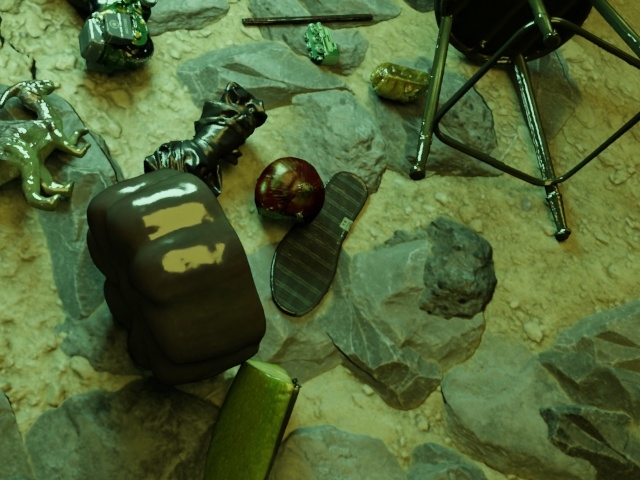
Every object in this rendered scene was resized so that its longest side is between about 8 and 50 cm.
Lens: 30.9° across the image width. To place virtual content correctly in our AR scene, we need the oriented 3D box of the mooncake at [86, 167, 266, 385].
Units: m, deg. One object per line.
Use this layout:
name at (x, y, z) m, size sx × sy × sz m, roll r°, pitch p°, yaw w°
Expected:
mooncake at (-0.213, 0.055, 1.640) m, size 0.154 × 0.306 × 0.306 m, roll -22°, pitch 71°, yaw -24°

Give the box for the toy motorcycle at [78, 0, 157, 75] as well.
toy motorcycle at (-0.373, -0.407, 1.943) m, size 0.187 × 0.125 × 0.274 m, roll 3°, pitch 60°, yaw -31°

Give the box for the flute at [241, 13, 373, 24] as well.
flute at (-0.021, -0.411, 2.149) m, size 0.269 × 0.014 × 0.014 m, roll -7°, pitch 64°, yaw -25°

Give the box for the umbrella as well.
umbrella at (-0.191, -0.138, 1.868) m, size 0.110 × 0.122 × 0.272 m, roll 11°, pitch 48°, yaw 38°

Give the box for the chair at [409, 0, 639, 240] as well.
chair at (0.377, -0.305, 2.033) m, size 0.362 × 0.364 × 0.410 m, roll 20°, pitch 44°, yaw -28°

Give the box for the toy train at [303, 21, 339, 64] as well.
toy train at (0.001, -0.360, 2.116) m, size 0.053 × 0.033 × 0.083 m, roll 0°, pitch 61°, yaw -27°

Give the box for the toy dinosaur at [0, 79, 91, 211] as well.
toy dinosaur at (-0.447, -0.135, 1.783) m, size 0.162 × 0.077 × 0.294 m, roll 20°, pitch 41°, yaw -5°

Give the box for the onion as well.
onion at (-0.048, -0.082, 1.884) m, size 0.117 × 0.118 × 0.118 m, roll 18°, pitch 53°, yaw -39°

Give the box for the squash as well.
squash at (-0.116, 0.306, 1.686) m, size 0.093 × 0.169 × 0.252 m, roll 20°, pitch 89°, yaw -7°

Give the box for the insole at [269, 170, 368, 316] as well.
insole at (0.000, 0.000, 1.917) m, size 0.110 × 0.012 × 0.309 m, roll 32°, pitch 55°, yaw 0°

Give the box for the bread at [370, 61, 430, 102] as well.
bread at (0.144, -0.287, 2.115) m, size 0.110 × 0.060 × 0.066 m, roll 11°, pitch 86°, yaw -17°
